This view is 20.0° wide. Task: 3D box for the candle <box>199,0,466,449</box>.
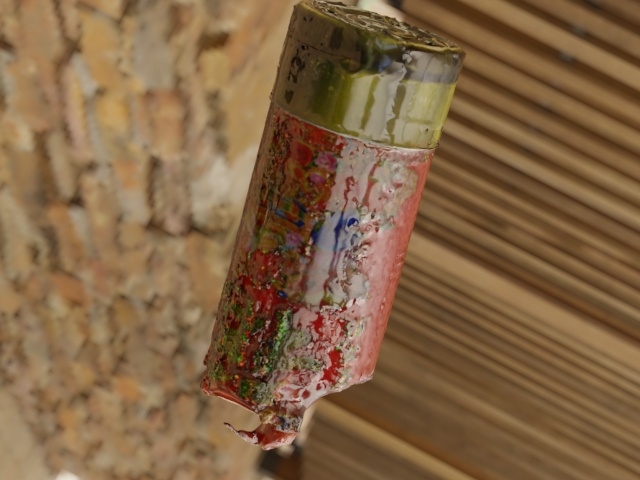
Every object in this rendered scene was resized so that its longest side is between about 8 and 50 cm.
[{"bbox_3d":[0.000,0.000,0.516,0.052,0.052,0.131,-42,150,-73],"label":"candle"}]
